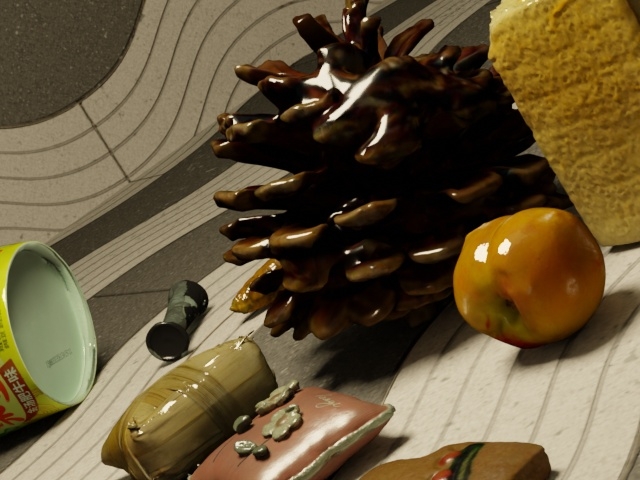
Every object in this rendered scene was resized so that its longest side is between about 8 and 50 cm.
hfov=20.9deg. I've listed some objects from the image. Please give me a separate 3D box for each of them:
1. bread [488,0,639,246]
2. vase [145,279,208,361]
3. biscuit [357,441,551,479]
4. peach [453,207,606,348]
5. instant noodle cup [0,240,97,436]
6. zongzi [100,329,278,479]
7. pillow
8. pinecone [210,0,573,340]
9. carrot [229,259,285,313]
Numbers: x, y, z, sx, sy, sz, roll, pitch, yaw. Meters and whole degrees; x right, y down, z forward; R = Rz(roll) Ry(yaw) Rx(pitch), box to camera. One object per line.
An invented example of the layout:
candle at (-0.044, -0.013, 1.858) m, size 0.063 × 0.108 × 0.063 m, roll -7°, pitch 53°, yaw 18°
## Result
bread at (0.291, -0.137, 1.659) m, size 0.185 × 0.274 × 0.114 m, roll -16°, pitch 20°, yaw 46°
vase at (-0.191, 0.107, 2.332) m, size 0.059 × 0.059 × 0.167 m, roll -28°, pitch 13°, yaw 14°
biscuit at (0.042, 0.232, 1.372) m, size 0.301 × 0.043 × 0.278 m, roll -30°, pitch 13°, yaw 5°
peach at (0.193, 0.033, 1.581) m, size 0.138 × 0.138 × 0.138 m, roll -30°, pitch 13°, yaw 8°
instant noodle cup at (-0.459, 0.136, 2.361) m, size 0.221 × 0.311 × 0.311 m, roll -17°, pitch 17°, yaw 18°
zongzi at (-0.150, 0.187, 1.882) m, size 0.194 × 0.099 × 0.197 m, roll -37°, pitch 7°, yaw -22°
pillow at (-0.032, 0.190, 1.623) m, size 0.171 × 0.075 × 0.179 m, roll -35°, pitch 15°, yaw -18°
pinecone at (0.062, -0.082, 1.859) m, size 0.398 × 0.398 × 0.398 m, roll -30°, pitch 13°, yaw 8°
carrot at (0.000, 0.000, 2.293) m, size 0.314 × 0.066 × 0.066 m, roll -38°, pitch 14°, yaw -18°
